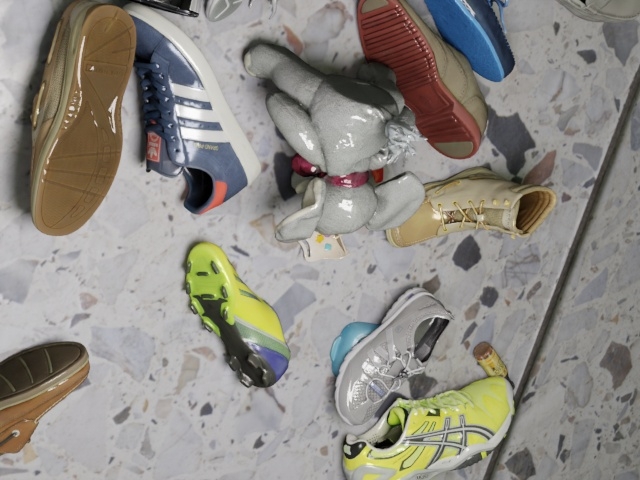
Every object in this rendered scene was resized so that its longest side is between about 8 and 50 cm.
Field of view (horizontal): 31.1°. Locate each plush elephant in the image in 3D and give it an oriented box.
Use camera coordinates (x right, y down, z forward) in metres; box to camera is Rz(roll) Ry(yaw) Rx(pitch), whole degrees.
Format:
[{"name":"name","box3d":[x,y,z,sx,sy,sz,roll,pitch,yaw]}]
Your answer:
[{"name":"plush elephant","box3d":[0.028,-0.127,1.827,0.272,0.330,0.255,2,121,-33]}]

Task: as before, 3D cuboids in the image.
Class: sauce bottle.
[{"name":"sauce bottle","box3d":[0.348,0.254,2.280,0.042,0.042,0.128,-48,124,-12]}]

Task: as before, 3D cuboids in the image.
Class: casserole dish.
[{"name":"casserole dish","box3d":[0.104,0.213,2.116,0.188,0.037,0.114,12,97,-34]}]

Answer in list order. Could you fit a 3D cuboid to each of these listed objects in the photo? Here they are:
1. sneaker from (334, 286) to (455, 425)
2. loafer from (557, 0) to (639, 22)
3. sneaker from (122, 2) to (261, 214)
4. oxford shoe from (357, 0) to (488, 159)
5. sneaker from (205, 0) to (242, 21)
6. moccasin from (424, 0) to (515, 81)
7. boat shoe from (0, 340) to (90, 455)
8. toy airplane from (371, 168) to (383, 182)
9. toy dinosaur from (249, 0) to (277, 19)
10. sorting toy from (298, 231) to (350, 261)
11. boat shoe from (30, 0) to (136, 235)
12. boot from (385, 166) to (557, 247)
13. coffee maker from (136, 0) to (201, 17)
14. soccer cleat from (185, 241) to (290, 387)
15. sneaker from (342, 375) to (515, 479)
[{"name":"sneaker","box3d":[0.129,0.210,2.037,0.105,0.115,0.281,38,82,-34]},{"name":"loafer","box3d":[0.494,-0.467,2.112,0.320,0.111,0.112,8,100,-34]},{"name":"sneaker","box3d":[-0.224,-0.184,1.728,0.148,0.131,0.350,-44,123,-19]},{"name":"oxford shoe","box3d":[0.180,-0.304,1.983,0.348,0.123,0.130,55,47,-30]},{"name":"sneaker","box3d":[-0.144,-0.403,1.749,0.054,0.061,0.152,-16,145,-42]},{"name":"moccasin","box3d":[0.254,-0.424,1.960,0.117,0.138,0.342,-48,124,-17]},{"name":"boat shoe","box3d":[-0.477,0.261,1.725,0.307,0.111,0.104,-28,122,-12]},{"name":"toy airplane","box3d":[0.057,-0.131,1.986,0.151,0.028,0.151,-9,108,-30]},{"name":"toy dinosaur","box3d":[-0.078,-0.506,1.733,0.160,0.121,0.313,-48,128,-25]},{"name":"sorting toy","box3d":[0.000,0.000,1.984,0.075,0.045,0.083,-28,118,-15]},{"name":"boat shoe","box3d":[-0.356,-0.176,1.662,0.122,0.110,0.341,11,98,-45]},{"name":"boot","box3d":[0.266,-0.045,2.037,0.262,0.203,0.095,-24,115,-26]},{"name":"coffee maker","box3d":[-0.235,-0.430,1.672,0.171,0.120,0.178,17,94,-12]},{"name":"soccer cleat","box3d":[-0.135,0.114,1.919,0.121,0.093,0.289,-53,126,-46]},{"name":"sneaker","box3d":[0.211,0.355,2.163,0.385,0.145,0.147,-30,119,-23]}]
